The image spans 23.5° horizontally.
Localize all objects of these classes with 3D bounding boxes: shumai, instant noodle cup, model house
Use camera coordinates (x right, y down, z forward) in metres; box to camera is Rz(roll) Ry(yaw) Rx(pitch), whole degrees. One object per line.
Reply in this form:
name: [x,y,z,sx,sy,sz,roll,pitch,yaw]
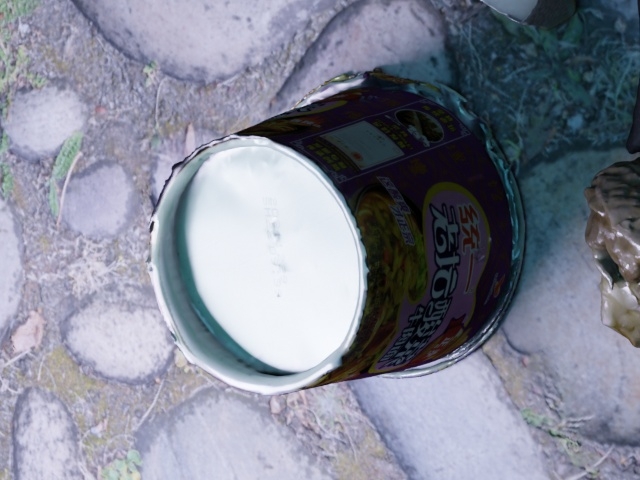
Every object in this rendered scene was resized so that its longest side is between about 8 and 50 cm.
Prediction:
shumai: [0.323,0.034,1.414,0.206,0.166,0.175,54,139,48]
instant noodle cup: [0.000,0.000,1.532,0.340,0.266,0.339,5,100,31]
model house: [0.205,-0.264,1.463,0.088,0.100,0.100,39,113,23]

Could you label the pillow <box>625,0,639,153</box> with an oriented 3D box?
pillow: [0.390,-0.161,1.364,0.250,0.106,0.186,4,99,32]
